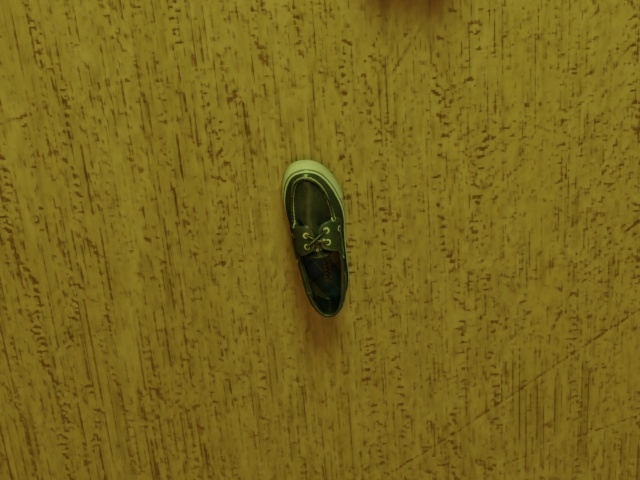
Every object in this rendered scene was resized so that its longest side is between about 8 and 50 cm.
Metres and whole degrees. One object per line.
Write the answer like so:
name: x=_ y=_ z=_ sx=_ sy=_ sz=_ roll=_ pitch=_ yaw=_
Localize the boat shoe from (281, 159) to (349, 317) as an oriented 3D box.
boat shoe: x=0.000 y=0.000 z=1.502 sx=0.049 sy=0.040 sz=0.142 roll=-9 pitch=127 yaw=5
